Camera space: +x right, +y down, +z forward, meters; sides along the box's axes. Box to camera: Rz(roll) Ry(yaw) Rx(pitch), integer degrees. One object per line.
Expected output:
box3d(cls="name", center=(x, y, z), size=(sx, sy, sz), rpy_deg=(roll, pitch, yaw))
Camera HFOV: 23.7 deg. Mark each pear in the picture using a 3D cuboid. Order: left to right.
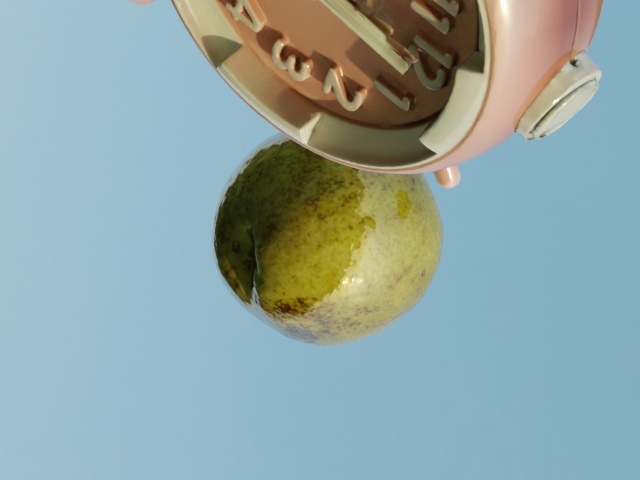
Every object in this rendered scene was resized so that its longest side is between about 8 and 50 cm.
box3d(cls="pear", center=(0.000, 0.000, 1.293), size=(0.197, 0.197, 0.197), rpy_deg=(-5, -96, 54))

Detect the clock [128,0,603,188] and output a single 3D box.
box3d(cls="clock", center=(0.034, -0.145, 0.705), size=(0.241, 0.142, 0.227), rpy_deg=(44, -33, 12))
